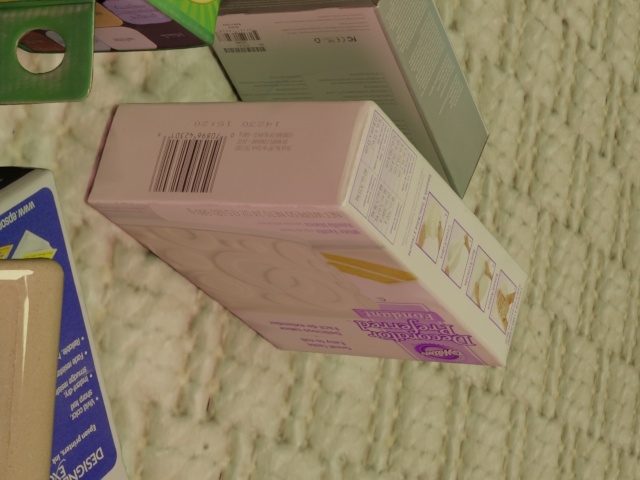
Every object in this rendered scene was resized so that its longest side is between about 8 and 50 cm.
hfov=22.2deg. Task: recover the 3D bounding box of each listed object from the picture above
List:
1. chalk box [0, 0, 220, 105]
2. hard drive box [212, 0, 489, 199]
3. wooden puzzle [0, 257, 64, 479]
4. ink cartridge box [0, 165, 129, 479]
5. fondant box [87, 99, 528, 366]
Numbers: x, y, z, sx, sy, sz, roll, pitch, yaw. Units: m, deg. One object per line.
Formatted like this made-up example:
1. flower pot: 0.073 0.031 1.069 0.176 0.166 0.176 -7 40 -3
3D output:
1. chalk box: -0.174 -0.236 1.116 0.179 0.180 0.289 33 63 -56
2. hard drive box: 0.024 -0.144 1.454 0.089 0.181 0.232 -64 143 -35
3. wooden puzzle: -0.291 0.174 0.938 0.348 0.080 0.322 -2 100 -41
4. ink cartridge box: -0.260 0.146 1.114 0.303 0.072 0.307 -41 128 -51
5. fondant box: 0.000 0.000 1.366 0.330 0.238 0.096 41 57 -52
